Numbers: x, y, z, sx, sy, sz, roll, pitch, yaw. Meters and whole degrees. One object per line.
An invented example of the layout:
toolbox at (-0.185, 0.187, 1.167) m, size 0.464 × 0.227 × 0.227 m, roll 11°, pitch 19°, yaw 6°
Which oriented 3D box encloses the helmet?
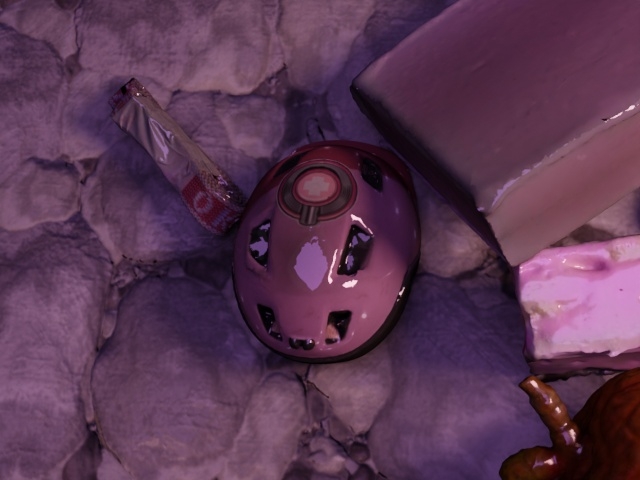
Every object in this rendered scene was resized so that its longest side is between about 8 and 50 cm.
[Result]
helmet at (0.000, 0.000, 1.064) m, size 0.198 × 0.154 × 0.253 m, roll 4°, pitch 80°, yaw 14°

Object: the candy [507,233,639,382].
candy at (0.316, 0.060, 0.974) m, size 0.265 × 0.155 × 0.116 m, roll -7°, pitch 72°, yaw 11°

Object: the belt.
belt at (-0.167, -0.100, 1.165) m, size 0.053 × 0.071 × 0.232 m, roll -49°, pitch 67°, yaw 16°

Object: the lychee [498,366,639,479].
lychee at (0.285, 0.230, 0.888) m, size 0.300 × 0.255 × 0.255 m, roll 30°, pitch 81°, yaw -14°

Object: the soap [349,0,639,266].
soap at (0.209, -0.150, 1.012) m, size 0.285 × 0.107 × 0.296 m, roll -33°, pitch 39°, yaw -2°
